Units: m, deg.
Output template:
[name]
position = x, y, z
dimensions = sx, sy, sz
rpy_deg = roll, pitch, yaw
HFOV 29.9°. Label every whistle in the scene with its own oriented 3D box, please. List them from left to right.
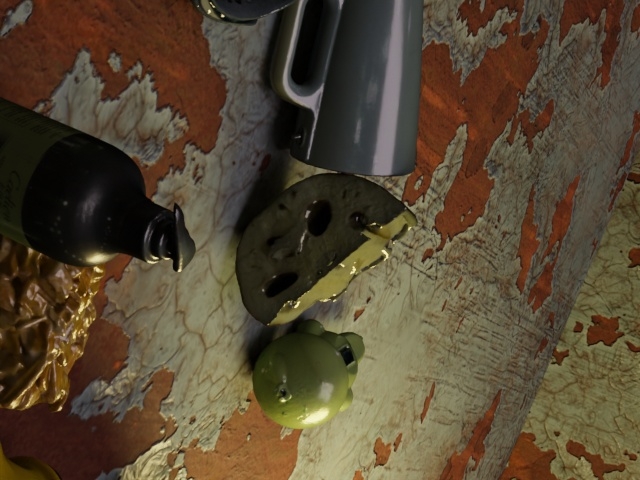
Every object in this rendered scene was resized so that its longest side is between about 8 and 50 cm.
[whistle]
position = -0.016, 0.188, 1.701
dimensions = 0.294, 0.141, 0.141
rpy_deg = -13, 123, -79

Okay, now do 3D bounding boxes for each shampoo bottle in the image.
[shampoo bottle]
position = -0.214, -0.043, 0.937
dimensions = 0.101, 0.284, 0.101
rpy_deg = -43, 146, -40

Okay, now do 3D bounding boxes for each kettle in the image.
[kettle]
position = 0.030, -0.212, 1.460
dimensions = 0.210, 0.160, 0.243
rpy_deg = -3, 108, -30

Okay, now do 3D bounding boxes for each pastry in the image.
[pastry]
position = -0.248, 0.033, 1.083
dimensions = 0.154, 0.102, 0.250
rpy_deg = -35, 143, -84

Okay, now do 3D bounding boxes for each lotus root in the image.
[lotus root]
position = 0.000, 0.000, 1.498
dimensions = 0.235, 0.138, 0.119
rpy_deg = -34, 172, 9

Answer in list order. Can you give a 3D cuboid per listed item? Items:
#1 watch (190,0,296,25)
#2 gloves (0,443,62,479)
[watch]
position = -0.059, -0.292, 1.197
dimensions = 0.193, 0.068, 0.206
rpy_deg = -41, 163, 32
[gloves]
position = -0.340, 0.210, 1.073
dimensions = 0.116, 0.133, 0.294
rpy_deg = -33, 149, -3
